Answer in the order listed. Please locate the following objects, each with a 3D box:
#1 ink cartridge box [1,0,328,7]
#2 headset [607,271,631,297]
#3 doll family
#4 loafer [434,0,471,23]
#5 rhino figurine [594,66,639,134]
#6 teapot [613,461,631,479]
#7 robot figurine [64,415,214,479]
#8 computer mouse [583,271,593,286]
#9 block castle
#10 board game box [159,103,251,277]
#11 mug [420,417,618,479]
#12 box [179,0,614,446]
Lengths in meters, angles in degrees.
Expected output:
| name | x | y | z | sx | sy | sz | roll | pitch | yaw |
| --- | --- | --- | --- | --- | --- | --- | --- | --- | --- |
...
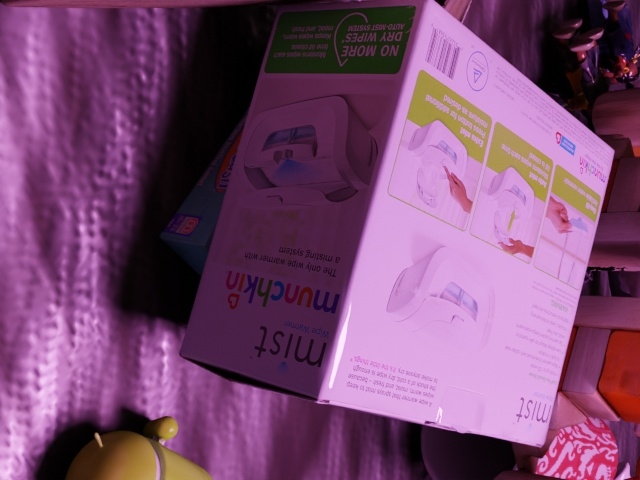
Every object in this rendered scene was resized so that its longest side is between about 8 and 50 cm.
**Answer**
| name | x | y | z | sx | sy | sz | roll | pitch | yaw |
| --- | --- | --- | --- | --- | --- | --- | --- | --- | --- |
| ink cartridge box | -0.025 | -0.176 | 0.503 | 0.235 | 0.193 | 0.088 | -17 | 107 | -46 |
| headset | 0.434 | 0.103 | 1.143 | 0.243 | 0.185 | 0.394 | -41 | 110 | -40 |
| doll family | 0.281 | -0.179 | 0.932 | 0.193 | 0.076 | 0.111 | -48 | 124 | -34 |
| loafer | 0.081 | -0.155 | 0.733 | 0.050 | 0.056 | 0.148 | 34 | 83 | -47 |
| rhino figurine | 0.327 | -0.102 | 0.999 | 0.243 | 0.073 | 0.106 | -38 | 121 | -35 |
| teapot | 0.383 | 0.427 | 1.090 | 0.252 | 0.187 | 0.256 | 82 | 19 | -59 |
| robot figurine | -0.108 | 0.159 | 0.572 | 0.115 | 0.067 | 0.101 | 43 | 60 | -43 |
| computer mouse | 0.238 | 0.080 | 0.962 | 0.106 | 0.042 | 0.193 | 42 | 61 | -49 |
| block castle | 0.340 | 0.093 | 0.787 | 0.303 | 0.213 | 0.453 | 40 | 62 | -38 |
| board game box | 0.000 | 0.000 | 0.675 | 0.210 | 0.047 | 0.160 | 50 | 61 | -40 |
| mug | 0.178 | 0.201 | 0.861 | 0.169 | 0.113 | 0.150 | 20 | 116 | -40 |
| box | 0.069 | 0.003 | 0.620 | 0.262 | 0.127 | 0.231 | 21 | 82 | -48 |
